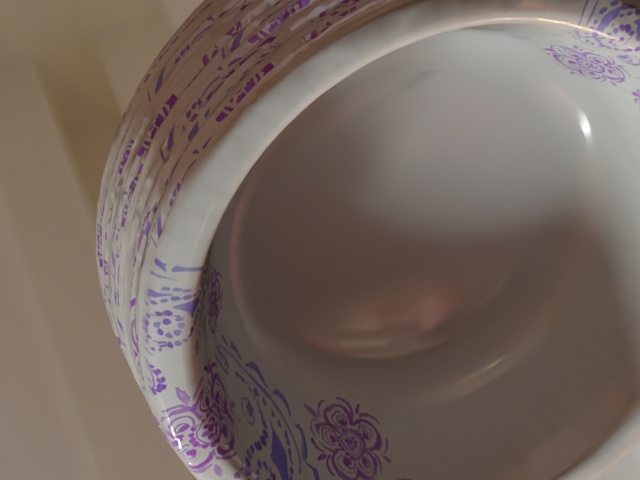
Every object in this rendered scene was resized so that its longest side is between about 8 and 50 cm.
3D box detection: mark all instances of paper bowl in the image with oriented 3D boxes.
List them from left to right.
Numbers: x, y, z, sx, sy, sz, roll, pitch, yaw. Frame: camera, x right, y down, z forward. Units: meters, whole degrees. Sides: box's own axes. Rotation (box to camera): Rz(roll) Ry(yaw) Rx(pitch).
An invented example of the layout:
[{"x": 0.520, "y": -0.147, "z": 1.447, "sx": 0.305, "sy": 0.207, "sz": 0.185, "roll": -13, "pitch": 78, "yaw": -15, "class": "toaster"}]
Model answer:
[{"x": 0.039, "y": -0.012, "z": 0.872, "sx": 0.148, "sy": 0.284, "sz": 0.284, "roll": -124, "pitch": 15, "yaw": -55, "class": "paper bowl"}]
